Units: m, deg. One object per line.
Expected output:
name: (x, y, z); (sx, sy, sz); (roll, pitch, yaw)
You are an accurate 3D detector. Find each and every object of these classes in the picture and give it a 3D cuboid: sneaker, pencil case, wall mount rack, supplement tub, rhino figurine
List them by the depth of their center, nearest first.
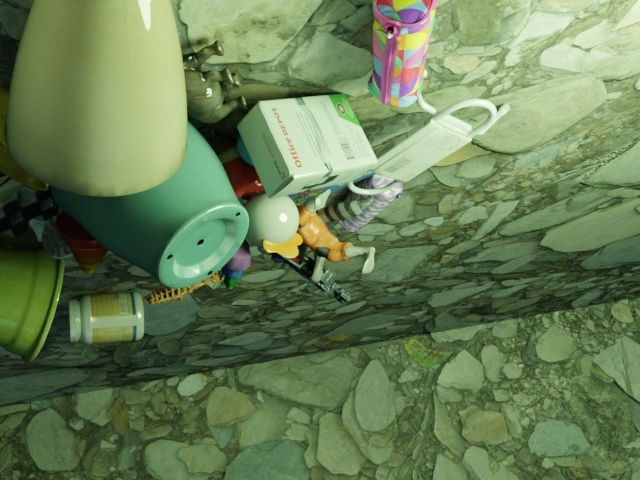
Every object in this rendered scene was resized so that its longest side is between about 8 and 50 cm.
pencil case: (0.124, -0.308, 1.122); (0.105, 0.104, 0.236); (-11, 158, 0)
rhino figurine: (-0.182, -0.237, 1.186); (0.107, 0.073, 0.243); (-17, 159, 4)
sneaker: (-0.486, -0.128, 1.277); (0.331, 0.146, 0.122); (-26, 151, -31)
wall mount rack: (0.215, -0.208, 1.391); (0.304, 0.130, 0.350); (14, 148, -40)
sneaker: (-0.431, -0.047, 1.427); (0.281, 0.105, 0.115); (-32, 166, 5)
sneaker: (-0.591, -0.061, 1.448); (0.083, 0.071, 0.190); (4, 146, -19)
pencil case: (0.115, -0.097, 1.668); (0.088, 0.086, 0.206); (-37, 178, -38)
supplement tub: (-0.615, 0.222, 2.013); (0.200, 0.144, 0.144); (-2, 156, -21)

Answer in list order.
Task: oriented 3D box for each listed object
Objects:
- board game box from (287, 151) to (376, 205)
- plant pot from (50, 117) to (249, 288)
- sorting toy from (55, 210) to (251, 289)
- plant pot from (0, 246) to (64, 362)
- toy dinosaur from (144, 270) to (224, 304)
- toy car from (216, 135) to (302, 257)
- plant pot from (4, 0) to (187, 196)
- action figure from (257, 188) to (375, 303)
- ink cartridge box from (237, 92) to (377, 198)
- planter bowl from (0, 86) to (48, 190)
board game box: (-0.009, -0.140, 1.567); (0.282, 0.027, 0.145); (-21, 155, 24)
plant pot: (-0.265, -0.065, 1.186); (0.272, 0.255, 0.271); (-37, 156, -20)
sorting toy: (-0.318, 0.034, 1.346); (0.366, 0.127, 0.126); (11, 125, -7)
plant pot: (-0.749, 0.116, 1.578); (0.254, 0.275, 0.276); (18, 146, -31)
toy dinosaur: (-0.297, 0.035, 1.586); (0.164, 0.218, 0.322); (-31, -164, 10)
toy car: (-0.095, -0.071, 1.363); (0.210, 0.237, 0.219); (-16, 165, -47)
plant pot: (-0.289, -0.243, 0.937); (0.257, 0.256, 0.274); (-2, 141, -22)
action figure: (0.000, 0.000, 1.587); (0.341, 0.178, 0.330); (39, 160, -28)
ink cartridge box: (-0.023, -0.171, 1.245); (0.209, 0.153, 0.087); (-15, 166, -41)
planter bowl: (-0.498, -0.178, 1.104); (0.217, 0.090, 0.217); (27, 160, 11)
